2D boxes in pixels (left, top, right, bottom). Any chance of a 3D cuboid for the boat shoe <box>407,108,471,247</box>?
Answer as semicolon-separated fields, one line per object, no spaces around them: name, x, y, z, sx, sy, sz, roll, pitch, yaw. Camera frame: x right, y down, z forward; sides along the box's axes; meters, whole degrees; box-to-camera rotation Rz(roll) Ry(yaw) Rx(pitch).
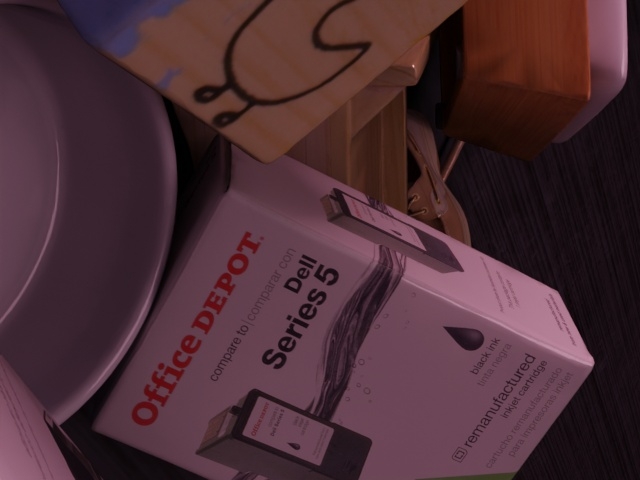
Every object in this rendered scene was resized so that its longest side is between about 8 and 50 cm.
boat shoe;0.078;-0.036;1.061;0.059;0.063;0.170;2;63;-45

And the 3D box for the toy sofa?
toy sofa;0.000;0.000;0.962;0.150;0.177;0.362;-62;153;-61

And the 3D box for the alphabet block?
alphabet block;-0.048;-0.189;0.671;0.192;0.193;0.197;-38;156;11

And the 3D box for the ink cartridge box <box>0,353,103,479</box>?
ink cartridge box;-0.222;0.215;0.584;0.285;0.166;0.395;-30;138;-7

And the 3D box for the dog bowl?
dog bowl;-0.206;-0.015;0.676;0.265;0.104;0.264;-27;125;-46

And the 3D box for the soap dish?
soap dish;0.153;-0.193;0.962;0.291;0.118;0.228;65;23;-85

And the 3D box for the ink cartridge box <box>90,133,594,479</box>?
ink cartridge box;0.009;0.078;0.831;0.273;0.115;0.198;25;111;-15

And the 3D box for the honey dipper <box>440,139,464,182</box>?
honey dipper;0.129;-0.087;1.186;0.160;0.030;0.030;-61;144;-10
